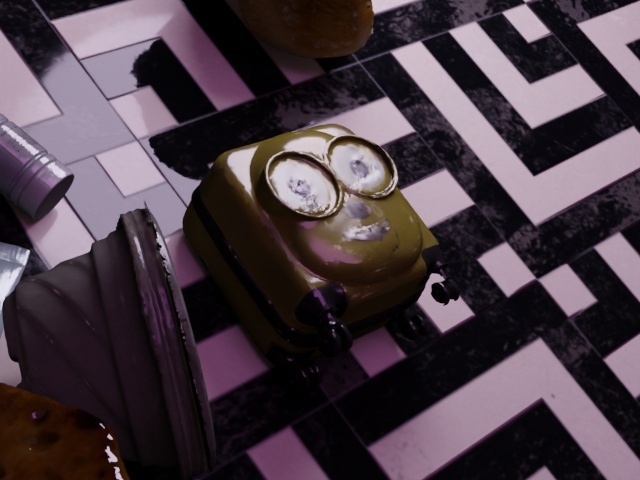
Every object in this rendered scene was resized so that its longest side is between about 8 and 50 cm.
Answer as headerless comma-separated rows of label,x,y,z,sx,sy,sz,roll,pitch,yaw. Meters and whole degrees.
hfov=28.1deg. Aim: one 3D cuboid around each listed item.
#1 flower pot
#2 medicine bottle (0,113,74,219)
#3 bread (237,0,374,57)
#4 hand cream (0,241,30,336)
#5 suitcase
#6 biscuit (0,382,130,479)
flower pot,-0.175,0.093,1.035,0.140,0.235,0.236,-12,60,-10
medicine bottle,-0.280,-0.068,1.184,0.091,0.058,0.058,39,47,3
bread,-0.029,-0.325,1.416,0.176,0.246,0.196,0,56,4
hand cream,-0.319,0.104,1.039,0.109,0.067,0.321,18,45,-15
suitcase,0.000,0.000,1.229,0.194,0.143,0.235,-21,67,-38
biscuit,-0.280,0.222,0.832,0.359,0.046,0.359,-3,42,3
